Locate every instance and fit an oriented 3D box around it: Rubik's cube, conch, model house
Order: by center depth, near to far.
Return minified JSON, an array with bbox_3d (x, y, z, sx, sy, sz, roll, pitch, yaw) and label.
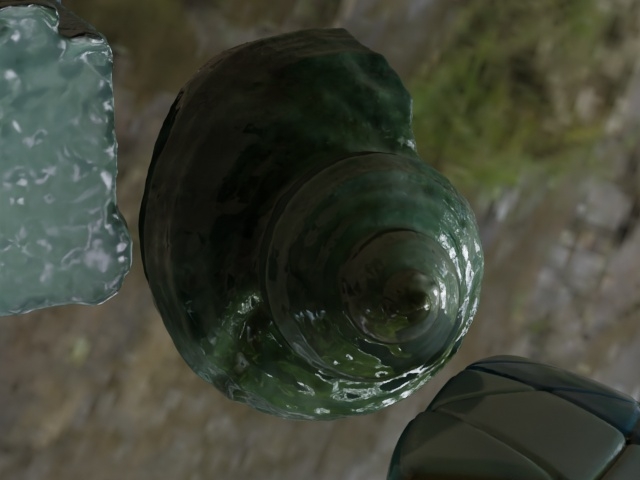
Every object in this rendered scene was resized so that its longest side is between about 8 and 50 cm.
[{"bbox_3d":[0.099,0.134,1.052,0.254,0.254,0.254,-55,157,-37],"label":"Rubik's cube"},{"bbox_3d":[0.000,0.000,1.151,0.220,0.195,0.277,-57,-153,7],"label":"conch"},{"bbox_3d":[-0.336,-0.112,1.541,0.295,0.329,0.251,-10,121,-21],"label":"model house"}]
